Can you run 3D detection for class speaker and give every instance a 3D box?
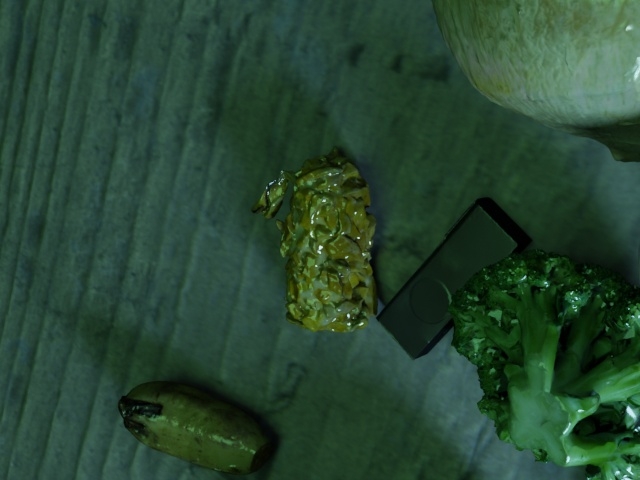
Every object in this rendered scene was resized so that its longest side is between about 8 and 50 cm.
[{"bbox_3d":[0.166,0.051,1.279,0.082,0.044,0.218,49,118,19],"label":"speaker"}]

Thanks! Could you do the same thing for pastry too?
[{"bbox_3d":[0.000,0.000,1.345,0.154,0.102,0.250,-2,96,35],"label":"pastry"}]

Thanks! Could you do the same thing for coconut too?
[{"bbox_3d":[0.299,-0.258,0.965,0.404,0.404,0.405,4,98,32],"label":"coconut"}]

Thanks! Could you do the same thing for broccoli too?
[{"bbox_3d":[0.269,0.148,1.105,0.265,0.245,0.295,-36,80,30],"label":"broccoli"}]

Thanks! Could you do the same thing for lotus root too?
[{"bbox_3d":[-0.188,0.283,1.505,0.258,0.097,0.110,17,112,22],"label":"lotus root"}]

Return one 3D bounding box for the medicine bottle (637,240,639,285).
[{"bbox_3d":[0.441,0.009,0.934,0.212,0.325,0.212,4,97,33],"label":"medicine bottle"}]
